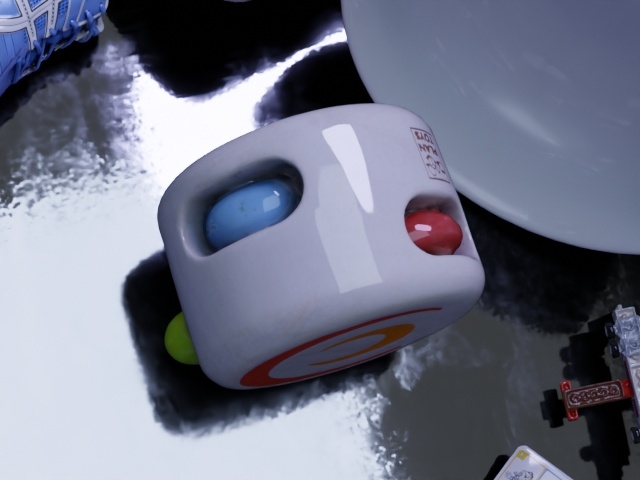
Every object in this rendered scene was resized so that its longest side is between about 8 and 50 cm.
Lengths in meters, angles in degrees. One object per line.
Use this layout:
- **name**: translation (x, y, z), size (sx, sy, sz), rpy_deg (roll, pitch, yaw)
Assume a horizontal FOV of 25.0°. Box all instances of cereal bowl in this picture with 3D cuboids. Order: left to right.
- **cereal bowl**: translation (0.191, -0.157, 0.971), size (0.339, 0.339, 0.141), rpy_deg (35, 52, -2)

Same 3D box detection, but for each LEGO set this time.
- **LEGO set**: translation (0.239, 0.161, 1.014), size (0.182, 0.060, 0.244), rpy_deg (35, 80, 13)

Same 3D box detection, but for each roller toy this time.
- **roller toy**: translation (0.000, 0.000, 0.932), size (0.209, 0.191, 0.146), rpy_deg (-14, 76, -18)

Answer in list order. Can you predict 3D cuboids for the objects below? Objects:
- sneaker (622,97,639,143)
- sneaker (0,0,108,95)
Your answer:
- **sneaker**: translation (0.330, -0.091, 1.121), size (0.212, 0.080, 0.094), rpy_deg (-16, 84, -10)
- **sneaker**: translation (-0.192, -0.161, 0.993), size (0.081, 0.080, 0.211), rpy_deg (28, 69, -2)
